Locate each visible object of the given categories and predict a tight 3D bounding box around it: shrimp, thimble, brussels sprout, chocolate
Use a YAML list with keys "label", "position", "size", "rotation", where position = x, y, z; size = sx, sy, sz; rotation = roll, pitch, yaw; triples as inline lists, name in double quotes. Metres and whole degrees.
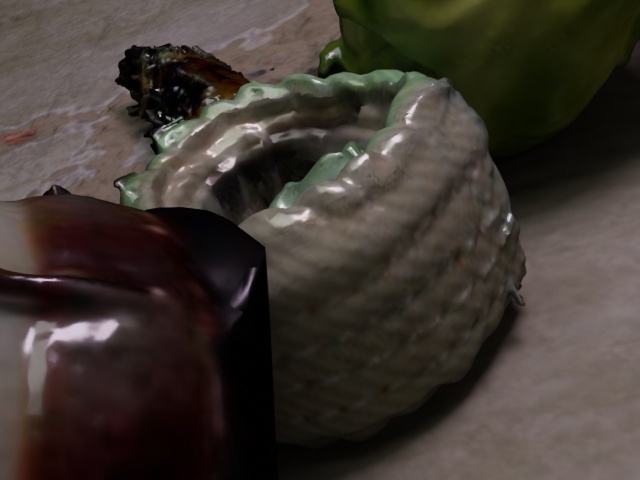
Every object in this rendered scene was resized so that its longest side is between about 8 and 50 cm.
- label: "shrimp"
  position: [-0.146, -0.064, 0.887]
  size: [0.233, 0.071, 0.365]
  rotation: [-34, 39, -7]
- label: "thimble"
  position: [0.000, 0.000, 0.615]
  size: [0.219, 0.150, 0.219]
  rotation: [-17, 32, 12]
- label: "brussels sprout"
  position: [0.108, -0.196, 0.717]
  size: [0.294, 0.227, 0.259]
  rotation: [-53, 29, 41]
- label: "chocolate"
  position: [-0.166, 0.094, 0.448]
  size: [0.283, 0.186, 0.283]
  rotation: [-23, 57, 41]
